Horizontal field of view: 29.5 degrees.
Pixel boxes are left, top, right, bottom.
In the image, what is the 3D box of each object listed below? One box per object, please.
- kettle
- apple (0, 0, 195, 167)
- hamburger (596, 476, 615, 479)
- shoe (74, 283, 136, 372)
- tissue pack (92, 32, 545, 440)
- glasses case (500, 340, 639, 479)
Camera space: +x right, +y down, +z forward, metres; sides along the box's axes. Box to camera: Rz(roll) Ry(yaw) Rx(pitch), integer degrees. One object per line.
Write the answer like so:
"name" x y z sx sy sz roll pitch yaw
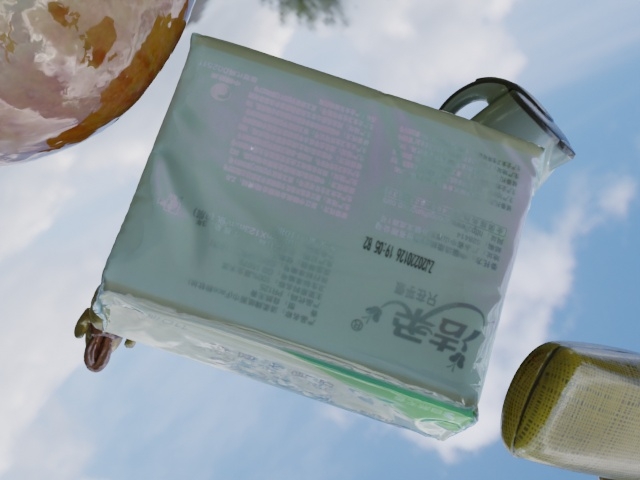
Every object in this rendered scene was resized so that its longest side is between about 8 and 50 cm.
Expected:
"kettle" 0.257 -0.139 1.931 0.236 0.161 0.221 -45 -119 17
"apple" -0.287 -0.250 1.035 0.400 0.333 0.400 -6 -120 11
"hamburger" 0.373 0.210 1.010 0.318 0.158 0.319 -18 -116 43
"shoe" -0.252 0.105 1.447 0.109 0.072 0.069 -49 -157 33
"tissue pack" 0.000 0.000 1.323 0.205 0.404 0.332 117 -8 -68
"glasses case" 0.195 0.108 0.747 0.064 0.234 0.079 27 -83 47
